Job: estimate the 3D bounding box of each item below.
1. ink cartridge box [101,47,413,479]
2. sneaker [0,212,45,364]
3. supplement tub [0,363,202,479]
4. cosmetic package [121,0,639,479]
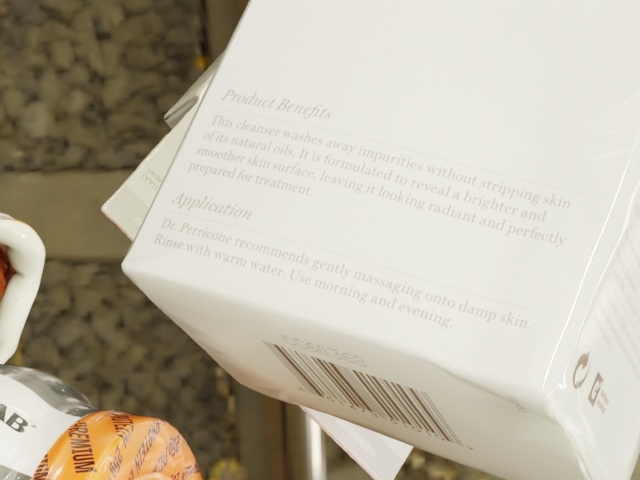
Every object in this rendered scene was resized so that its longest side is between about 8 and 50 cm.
[{"bbox_3d":[0.000,0.000,1.265,0.296,0.066,0.261,46,57,-12],"label":"ink cartridge box"},{"bbox_3d":[-0.324,0.096,1.241,0.126,0.127,0.321,44,60,-21],"label":"sneaker"},{"bbox_3d":[-0.243,0.162,0.873,0.207,0.338,0.207,1,90,-70],"label":"supplement tub"},{"bbox_3d":[0.096,-0.098,0.798,0.385,0.217,0.156,-64,150,-17],"label":"cosmetic package"}]
